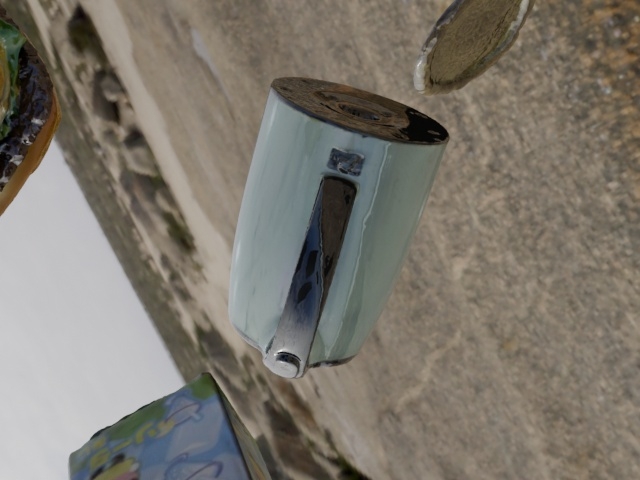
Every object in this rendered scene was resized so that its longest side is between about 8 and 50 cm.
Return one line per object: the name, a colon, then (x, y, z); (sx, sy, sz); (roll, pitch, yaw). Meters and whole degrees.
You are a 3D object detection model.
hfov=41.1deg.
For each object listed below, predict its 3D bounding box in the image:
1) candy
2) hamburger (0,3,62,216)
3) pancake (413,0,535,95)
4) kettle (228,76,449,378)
candy: (-0.066, 0.150, 0.416); (0.062, 0.097, 0.194); (63, 174, -25)
hamburger: (-0.224, -0.060, 0.492); (0.137, 0.166, 0.087); (50, -159, 27)
pancake: (0.186, -0.247, 1.004); (0.021, 0.199, 0.199); (48, 165, 23)
kettle: (0.000, 0.000, 0.747); (0.221, 0.161, 0.237); (-80, 7, -68)
